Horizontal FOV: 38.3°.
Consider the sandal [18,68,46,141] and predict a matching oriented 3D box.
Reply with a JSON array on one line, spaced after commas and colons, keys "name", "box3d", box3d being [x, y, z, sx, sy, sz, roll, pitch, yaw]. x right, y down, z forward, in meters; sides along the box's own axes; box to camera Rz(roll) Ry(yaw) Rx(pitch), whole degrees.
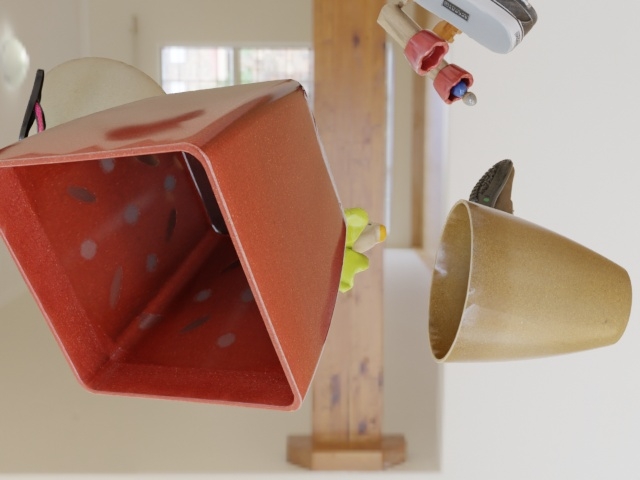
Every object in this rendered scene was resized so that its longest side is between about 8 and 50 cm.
[{"name": "sandal", "box3d": [-0.515, -0.223, 1.674, 0.067, 0.040, 0.179, 171, 113, -74]}]

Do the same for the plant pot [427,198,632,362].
[{"name": "plant pot", "box3d": [0.306, 0.078, 1.337, 0.237, 0.254, 0.237, -171, 90, -84]}]

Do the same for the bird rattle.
[{"name": "bird rattle", "box3d": [0.000, 0.000, 1.654, 0.253, 0.207, 0.143, 6, 107, 45]}]

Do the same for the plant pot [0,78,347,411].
[{"name": "plant pot", "box3d": [-0.118, -0.022, 0.895, 0.236, 0.267, 0.267, -53, -47, -47]}]

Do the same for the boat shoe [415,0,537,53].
[{"name": "boat shoe", "box3d": [0.243, -0.455, 1.607, 0.105, 0.306, 0.113, -46, -15, -23]}]

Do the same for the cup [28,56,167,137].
[{"name": "cup", "box3d": [-0.476, -0.184, 1.942, 0.237, 0.331, 0.331, -88, -1, -52]}]

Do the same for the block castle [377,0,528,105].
[{"name": "block castle", "box3d": [0.364, -0.508, 1.911, 0.213, 0.453, 0.303, 50, -168, 22]}]

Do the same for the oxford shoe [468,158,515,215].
[{"name": "oxford shoe", "box3d": [0.338, -0.056, 1.786, 0.082, 0.096, 0.227, -16, 45, 53]}]
